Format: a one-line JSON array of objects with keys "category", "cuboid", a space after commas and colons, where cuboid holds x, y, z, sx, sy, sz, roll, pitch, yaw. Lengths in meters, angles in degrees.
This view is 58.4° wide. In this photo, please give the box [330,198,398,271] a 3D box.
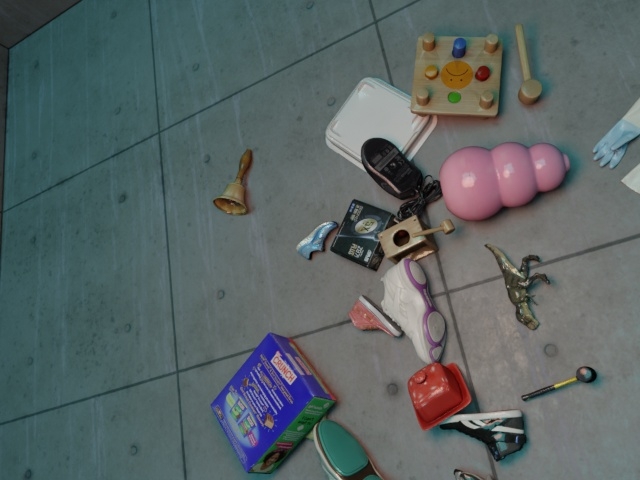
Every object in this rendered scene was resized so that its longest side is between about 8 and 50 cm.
[{"category": "box", "cuboid": [0.137, -0.017, 1.766, 0.147, 0.077, 0.180, 24, 88, 31]}]

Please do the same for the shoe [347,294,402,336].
[{"category": "shoe", "cuboid": [0.158, 0.244, 1.688, 0.178, 0.063, 0.081, 42, 102, 34]}]

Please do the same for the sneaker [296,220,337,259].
[{"category": "sneaker", "cuboid": [0.000, 0.000, 1.858, 0.162, 0.063, 0.073, -43, 77, 16]}]

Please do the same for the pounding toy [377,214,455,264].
[{"category": "pounding toy", "cuboid": [0.274, -0.024, 1.631, 0.206, 0.181, 0.094, -28, 63, 19]}]

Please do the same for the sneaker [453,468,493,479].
[{"category": "sneaker", "cuboid": [0.344, 0.657, 1.453, 0.228, 0.086, 0.132, -24, 59, 9]}]

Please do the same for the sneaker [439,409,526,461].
[{"category": "sneaker", "cuboid": [0.410, 0.501, 1.458, 0.216, 0.079, 0.121, -14, 70, 25]}]

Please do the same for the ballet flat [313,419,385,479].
[{"category": "ballet flat", "cuboid": [0.101, 0.663, 1.553, 0.400, 0.139, 0.139, 37, 94, 39]}]

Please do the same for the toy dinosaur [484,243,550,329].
[{"category": "toy dinosaur", "cuboid": [0.536, 0.097, 1.524, 0.118, 0.064, 0.268, -31, 59, 25]}]

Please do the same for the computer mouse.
[{"category": "computer mouse", "cuboid": [0.221, -0.190, 1.725, 0.188, 0.072, 0.272, -40, 84, -17]}]

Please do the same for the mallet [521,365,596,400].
[{"category": "mallet", "cuboid": [0.585, 0.358, 1.414, 0.189, 0.062, 0.039, -28, 63, 20]}]

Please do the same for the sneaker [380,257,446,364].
[{"category": "sneaker", "cuboid": [0.259, 0.210, 1.632, 0.152, 0.114, 0.305, -34, 61, 40]}]

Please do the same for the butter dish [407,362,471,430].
[{"category": "butter dish", "cuboid": [0.290, 0.387, 1.509, 0.159, 0.118, 0.160, -38, 26, 15]}]

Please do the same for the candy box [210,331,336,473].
[{"category": "candy box", "cuboid": [-0.149, 0.486, 1.722, 0.317, 0.122, 0.268, -51, 51, 12]}]

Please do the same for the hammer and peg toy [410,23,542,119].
[{"category": "hammer and peg toy", "cuboid": [0.458, -0.489, 1.693, 0.361, 0.127, 0.266, 5, 77, 11]}]

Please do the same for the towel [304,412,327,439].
[{"category": "towel", "cuboid": [-0.027, 0.522, 1.723, 0.110, 0.027, 0.148, 0, 74, 28]}]

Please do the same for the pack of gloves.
[{"category": "pack of gloves", "cuboid": [0.838, -0.255, 1.470, 0.232, 0.046, 0.195, -49, 58, 8]}]

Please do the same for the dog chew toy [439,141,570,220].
[{"category": "dog chew toy", "cuboid": [0.497, -0.173, 1.553, 0.331, 0.206, 0.207, -13, 69, 16]}]

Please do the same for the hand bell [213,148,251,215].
[{"category": "hand bell", "cuboid": [-0.293, -0.226, 2.067, 0.126, 0.126, 0.242, 0, 64, 29]}]

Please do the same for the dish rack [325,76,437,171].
[{"category": "dish rack", "cuboid": [0.180, -0.375, 1.857, 0.332, 0.072, 0.286, 39, 95, 31]}]
